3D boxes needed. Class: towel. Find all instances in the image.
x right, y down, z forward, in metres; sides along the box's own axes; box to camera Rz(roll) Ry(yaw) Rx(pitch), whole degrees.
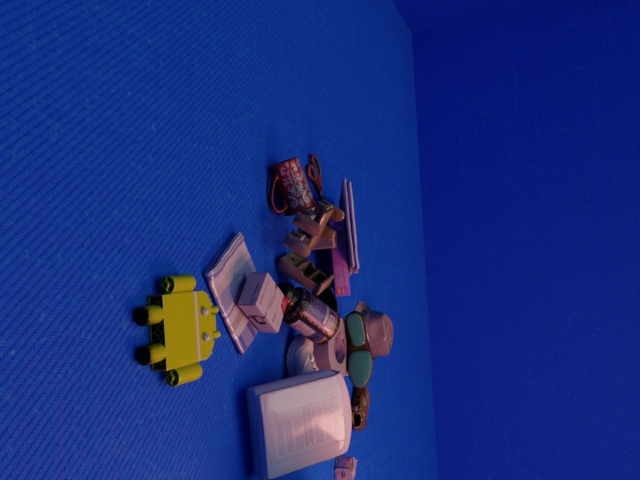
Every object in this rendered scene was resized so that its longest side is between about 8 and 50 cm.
[{"bbox_3d":[-0.220,0.144,1.601,0.209,0.034,0.285,-60,139,-53],"label":"towel"}]

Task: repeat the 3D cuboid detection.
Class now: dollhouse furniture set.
[{"bbox_3d":[-0.008,0.020,1.820,0.242,0.161,0.212,-63,167,23],"label":"dollhouse furniture set"}]

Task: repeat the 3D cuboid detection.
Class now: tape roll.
[{"bbox_3d":[0.040,0.391,2.110,0.219,0.072,0.219,-6,90,-67],"label":"tape roll"}]

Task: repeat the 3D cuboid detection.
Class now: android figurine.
[{"bbox_3d":[-0.317,0.202,1.335,0.273,0.056,0.248,6,80,-65],"label":"android figurine"}]

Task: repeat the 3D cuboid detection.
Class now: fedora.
[{"bbox_3d":[0.243,0.399,2.521,0.244,0.124,0.275,-48,129,-61],"label":"fedora"}]

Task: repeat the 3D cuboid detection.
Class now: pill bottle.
[{"bbox_3d":[-0.052,0.221,1.804,0.219,0.123,0.123,41,44,-28],"label":"pill bottle"}]

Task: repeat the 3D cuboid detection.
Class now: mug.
[{"bbox_3d":[-0.096,-0.170,1.859,0.150,0.113,0.169,-39,114,-60],"label":"mug"}]

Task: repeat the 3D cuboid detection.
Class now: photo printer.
[{"bbox_3d":[-0.049,0.508,1.647,0.307,0.107,0.256,-7,92,-31],"label":"photo printer"}]

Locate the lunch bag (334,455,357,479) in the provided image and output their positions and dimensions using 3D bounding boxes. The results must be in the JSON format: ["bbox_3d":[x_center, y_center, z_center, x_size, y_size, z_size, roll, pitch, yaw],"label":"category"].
[{"bbox_3d":[0.092,0.840,2.135,0.053,0.071,0.083,59,35,-49],"label":"lunch bag"}]

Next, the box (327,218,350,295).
[{"bbox_3d":[0.065,0.047,2.154,0.201,0.057,0.293,-105,-169,-86],"label":"box"}]

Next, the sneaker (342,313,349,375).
[{"bbox_3d":[0.109,0.404,2.275,0.115,0.090,0.232,15,80,-73],"label":"sneaker"}]

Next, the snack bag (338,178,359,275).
[{"bbox_3d":[0.105,-0.032,2.158,0.342,0.037,0.323,94,-9,-80],"label":"snack bag"}]

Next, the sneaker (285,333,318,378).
[{"bbox_3d":[-0.044,0.430,1.832,0.111,0.129,0.297,50,39,-51],"label":"sneaker"}]

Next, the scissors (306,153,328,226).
[{"bbox_3d":[0.005,-0.188,2.218,0.109,0.021,0.297,-68,145,-47],"label":"scissors"}]

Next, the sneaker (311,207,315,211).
[{"bbox_3d":[-0.039,-0.113,2.044,0.190,0.071,0.083,42,42,-59],"label":"sneaker"}]

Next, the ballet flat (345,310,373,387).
[{"bbox_3d":[0.148,0.402,2.160,0.096,0.095,0.280,30,57,-77],"label":"ballet flat"}]

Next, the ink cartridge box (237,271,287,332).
[{"bbox_3d":[-0.159,0.173,1.619,0.150,0.063,0.109,61,37,-45],"label":"ink cartridge box"}]

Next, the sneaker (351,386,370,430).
[{"bbox_3d":[0.158,0.669,2.335,0.071,0.066,0.188,27,60,-62],"label":"sneaker"}]

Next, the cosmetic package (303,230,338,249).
[{"bbox_3d":[0.000,0.000,2.044,0.041,0.115,0.060,-14,99,-64],"label":"cosmetic package"}]

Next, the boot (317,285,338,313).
[{"bbox_3d":[0.039,0.240,2.100,0.137,0.077,0.198,59,19,-55],"label":"boot"}]
